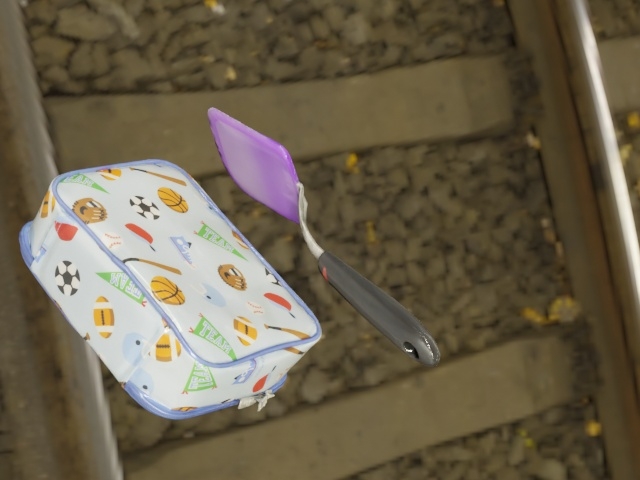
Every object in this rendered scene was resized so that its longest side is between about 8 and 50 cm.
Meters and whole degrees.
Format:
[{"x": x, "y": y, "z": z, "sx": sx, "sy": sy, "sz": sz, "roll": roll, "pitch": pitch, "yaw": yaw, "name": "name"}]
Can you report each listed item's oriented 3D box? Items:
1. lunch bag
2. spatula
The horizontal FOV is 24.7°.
[{"x": -0.149, "y": 0.050, "z": 1.528, "sx": 0.303, "sy": 0.115, "sz": 0.243, "roll": 49, "pitch": 31, "yaw": 20, "name": "lunch bag"}, {"x": 0.000, "y": 0.000, "z": 1.038, "sx": 0.030, "sy": 0.296, "sz": 0.084, "roll": -27, "pitch": 134, "yaw": -14, "name": "spatula"}]
